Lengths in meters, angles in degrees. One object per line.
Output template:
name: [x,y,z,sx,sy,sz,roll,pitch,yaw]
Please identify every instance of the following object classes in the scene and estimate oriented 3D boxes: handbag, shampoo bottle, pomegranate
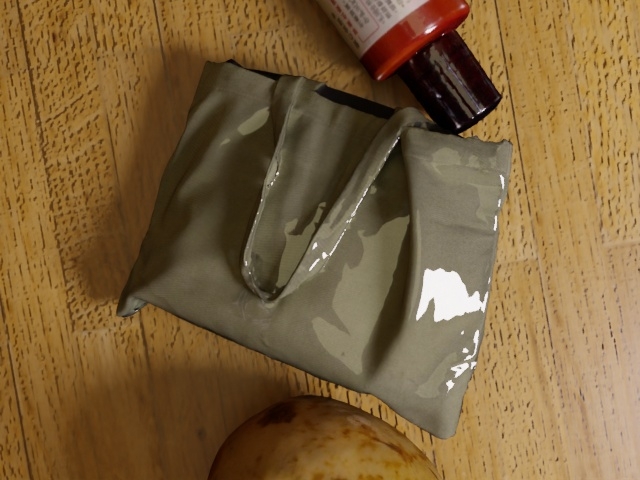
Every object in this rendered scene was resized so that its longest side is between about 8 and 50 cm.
handbag: [-0.002,-0.005,0.700,0.316,0.109,0.253,19,91,18]
shampoo bottle: [0.055,-0.214,0.720,0.104,0.104,0.278,-36,90,0]
pomegranate: [0.002,0.232,0.686,0.216,0.215,0.215,0,91,0]
